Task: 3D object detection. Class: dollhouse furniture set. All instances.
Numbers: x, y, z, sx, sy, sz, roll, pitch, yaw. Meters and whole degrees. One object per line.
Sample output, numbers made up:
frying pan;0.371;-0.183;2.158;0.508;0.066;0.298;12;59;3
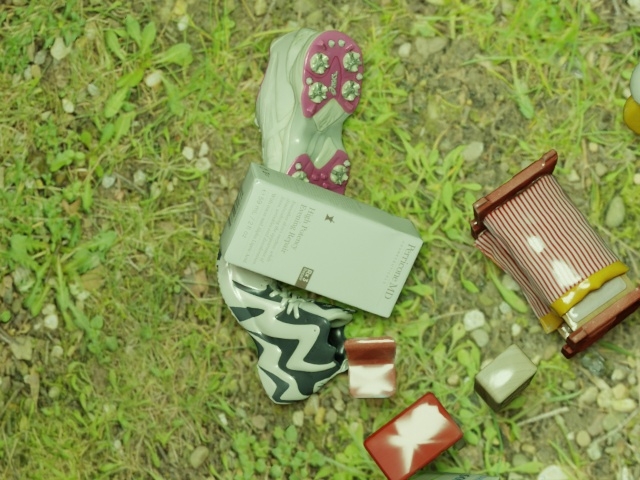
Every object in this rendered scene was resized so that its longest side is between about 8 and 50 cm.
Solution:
dollhouse furniture set;0.177;0.097;1.513;0.374;0.152;0.201;-37;76;-4

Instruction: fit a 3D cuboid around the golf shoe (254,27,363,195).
golf shoe;-0.032;-0.131;1.717;0.140;0.115;0.306;26;107;48

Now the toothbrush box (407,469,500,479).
toothbrush box;0.136;0.439;1.584;0.122;0.206;0.283;1;93;26

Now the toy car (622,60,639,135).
toy car;0.440;-0.167;1.476;0.182;0.159;0.136;6;57;25

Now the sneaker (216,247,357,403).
sneaker;-0.031;0.086;1.715;0.153;0.094;0.235;-23;82;22

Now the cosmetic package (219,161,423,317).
cosmetic package;0.000;0.000;1.635;0.231;0.085;0.117;19;106;-14
